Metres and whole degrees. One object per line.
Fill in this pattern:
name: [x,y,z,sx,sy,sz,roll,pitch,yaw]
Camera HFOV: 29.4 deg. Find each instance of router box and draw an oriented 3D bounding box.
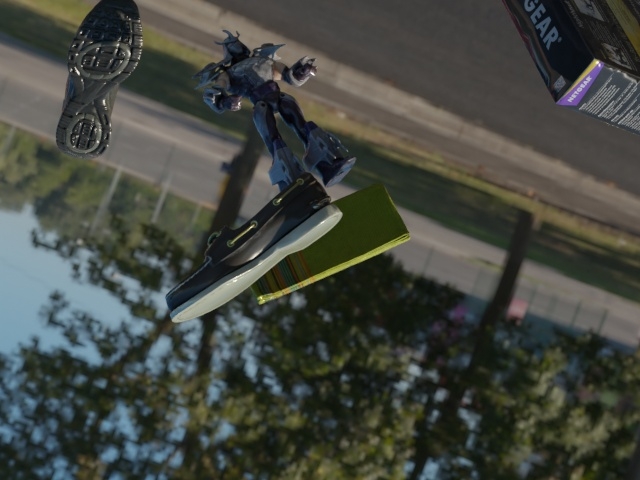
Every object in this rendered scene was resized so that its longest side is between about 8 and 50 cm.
router box: [0.372,-0.273,1.624,0.243,0.081,0.309,15,-140,-30]

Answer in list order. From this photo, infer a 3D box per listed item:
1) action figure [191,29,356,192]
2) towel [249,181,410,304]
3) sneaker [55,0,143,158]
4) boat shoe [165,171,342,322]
action figure: [-0.068,-0.197,1.788,0.285,0.185,0.099,58,160,13]
towel: [0.000,0.000,1.713,0.021,0.237,0.102,90,156,-67]
sneaker: [-0.356,-0.272,1.923,0.109,0.286,0.130,15,-145,-20]
boat shoe: [-0.086,0.009,1.391,0.068,0.228,0.081,56,178,11]
